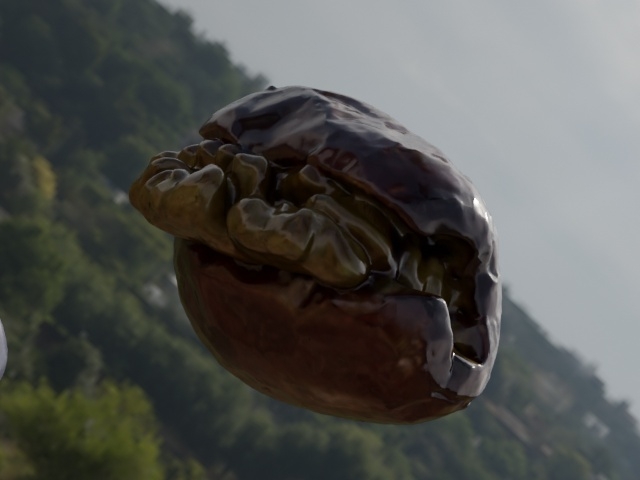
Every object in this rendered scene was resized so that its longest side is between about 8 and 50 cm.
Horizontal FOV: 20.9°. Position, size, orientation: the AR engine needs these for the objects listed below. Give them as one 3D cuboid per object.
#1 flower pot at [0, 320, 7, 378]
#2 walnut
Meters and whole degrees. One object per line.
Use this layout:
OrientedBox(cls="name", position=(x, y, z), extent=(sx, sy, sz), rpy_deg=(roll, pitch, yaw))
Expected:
OrientedBox(cls="flower pot", position=(-0.268, 0.063, 0.701), extent=(0.265, 0.243, 0.265), rpy_deg=(27, -42, 27))
OrientedBox(cls="walnut", position=(0.000, 0.000, 1.203), extent=(0.244, 0.221, 0.269), rpy_deg=(33, -11, -38))
